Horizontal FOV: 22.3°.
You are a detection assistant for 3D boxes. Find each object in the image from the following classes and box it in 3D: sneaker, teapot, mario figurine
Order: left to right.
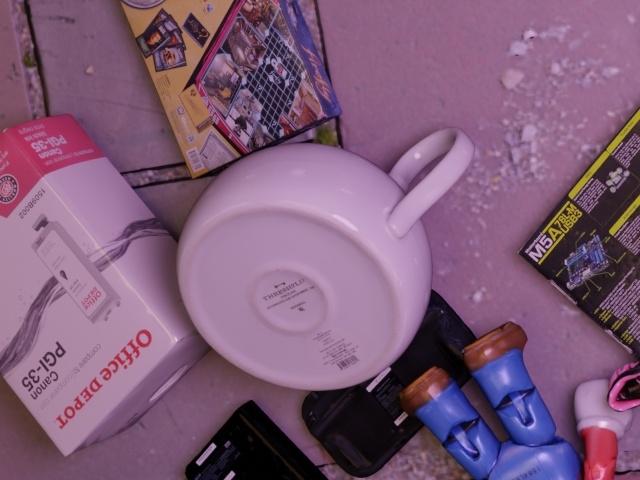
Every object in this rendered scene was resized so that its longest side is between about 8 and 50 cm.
[{"bbox_3d":[0.000,0.000,1.511,0.256,0.187,0.253,13,128,11],"label":"teapot"},{"bbox_3d":[0.206,0.242,1.497,0.198,0.170,0.321,-36,83,46],"label":"mario figurine"},{"bbox_3d":[0.298,0.115,1.416,0.119,0.057,0.047,-40,80,26],"label":"sneaker"}]

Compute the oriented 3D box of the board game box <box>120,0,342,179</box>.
[{"bbox_3d":[-0.098,-0.203,1.598,0.165,0.042,0.243,-22,89,26],"label":"board game box"}]

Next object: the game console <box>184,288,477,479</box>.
[{"bbox_3d":[0.028,0.206,1.607,0.213,0.044,0.361,46,114,10],"label":"game console"}]

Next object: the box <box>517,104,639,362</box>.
[{"bbox_3d":[0.304,0.000,1.448,0.184,0.045,0.191,43,113,15],"label":"box"}]

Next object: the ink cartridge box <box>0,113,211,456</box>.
[{"bbox_3d":[-0.257,0.045,1.664,0.283,0.117,0.207,50,117,10],"label":"ink cartridge box"}]
